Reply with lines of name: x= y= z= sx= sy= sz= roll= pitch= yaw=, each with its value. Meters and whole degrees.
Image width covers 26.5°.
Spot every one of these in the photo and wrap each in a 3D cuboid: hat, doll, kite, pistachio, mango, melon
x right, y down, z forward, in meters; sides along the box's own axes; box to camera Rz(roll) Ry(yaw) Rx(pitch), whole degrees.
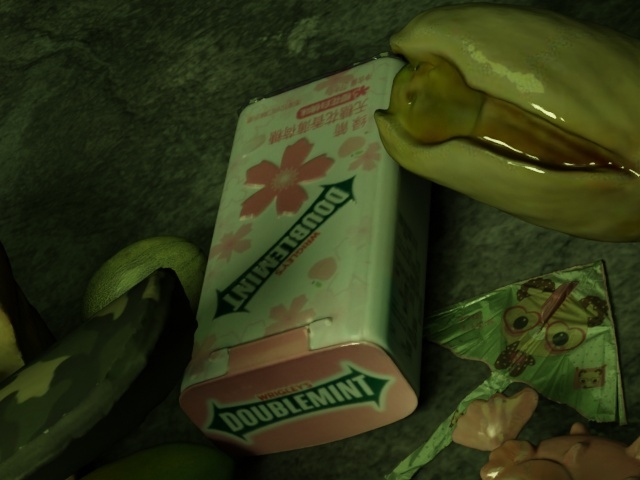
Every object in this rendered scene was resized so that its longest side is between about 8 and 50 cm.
hat: x=-0.286 y=0.126 z=0.960 sx=0.382 sy=0.257 sz=0.366 roll=-55 pitch=-3 yaw=-5
doll: x=0.159 y=0.196 z=0.868 sx=0.211 sy=0.093 sz=0.262 roll=-33 pitch=45 yaw=11
kite: x=0.143 y=0.102 z=1.052 sx=0.250 sy=0.012 sz=0.229 roll=-46 pitch=39 yaw=-14
pistachio: x=0.185 y=-0.099 z=1.092 sx=0.288 sy=0.197 sz=0.166 roll=25 pitch=108 yaw=23
mango: x=-0.173 y=0.244 z=1.058 sx=0.137 sy=0.091 sz=0.237 roll=22 pitch=60 yaw=45
melon: x=-0.159 y=0.050 z=1.247 sx=0.130 sy=0.098 sz=0.098 roll=-34 pitch=38 yaw=-9

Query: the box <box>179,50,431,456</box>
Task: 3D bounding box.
box: x=0.000 y=0.000 z=1.184 sx=0.190 sy=0.112 sz=0.370 roll=-15 pitch=40 yaw=23

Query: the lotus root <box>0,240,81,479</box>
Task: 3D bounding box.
lotus root: x=-0.371 y=0.113 z=1.181 sx=0.316 sy=0.316 sz=0.250 roll=-28 pitch=28 yaw=6
